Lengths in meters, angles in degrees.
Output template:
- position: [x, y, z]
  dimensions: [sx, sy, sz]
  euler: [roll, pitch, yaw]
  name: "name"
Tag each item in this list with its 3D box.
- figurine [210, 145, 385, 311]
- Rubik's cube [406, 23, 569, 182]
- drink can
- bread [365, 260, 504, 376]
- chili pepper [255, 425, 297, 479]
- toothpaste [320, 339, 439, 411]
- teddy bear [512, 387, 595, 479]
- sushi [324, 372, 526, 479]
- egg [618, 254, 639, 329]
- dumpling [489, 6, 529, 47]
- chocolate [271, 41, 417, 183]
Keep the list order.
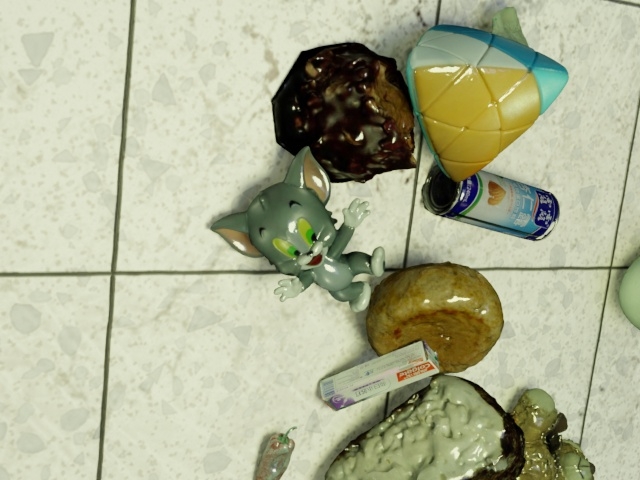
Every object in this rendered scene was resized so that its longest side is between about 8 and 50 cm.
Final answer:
- position: [0.001, -0.001, 1.319]
  dimensions: [0.193, 0.140, 0.265]
  euler: [-45, 136, 13]
  name: "figurine"
- position: [0.190, -0.253, 1.327]
  dimensions: [0.254, 0.254, 0.254]
  euler: [-8, 106, -29]
  name: "Rubik's cube"
- position: [0.290, -0.065, 1.493]
  dimensions: [0.235, 0.097, 0.097]
  euler: [13, 95, -31]
  name: "drink can"
- position: [0.180, 0.121, 1.426]
  dimensions: [0.230, 0.123, 0.230]
  euler: [-1, 137, -1]
  name: "bread"
- position: [-0.075, 0.361, 1.417]
  dimensions: [0.050, 0.041, 0.153]
  euler: [15, 111, -12]
  name: "chili pepper"
- position: [0.092, 0.217, 1.410]
  dimensions: [0.196, 0.040, 0.047]
  euler: [-25, 131, 21]
  name: "toothpaste"
- position: [0.426, 0.440, 1.663]
  dimensions: [0.256, 0.156, 0.267]
  euler: [27, 58, -28]
  name: "teddy bear"
- position: [0.180, 0.392, 1.432]
  dimensions: [0.348, 0.234, 0.207]
  euler: [-34, 139, 6]
  name: "sushi"
- position: [0.745, 0.085, 1.717]
  dimensions: [0.371, 0.230, 0.230]
  euler: [-13, 108, -22]
  name: "egg"
- position: [0.313, -0.270, 1.449]
  dimensions: [0.152, 0.108, 0.219]
  euler: [1, 104, -30]
  name: "dumpling"
- position: [0.078, -0.183, 1.294]
  dimensions: [0.224, 0.177, 0.206]
  euler: [34, 84, -33]
  name: "chocolate"
